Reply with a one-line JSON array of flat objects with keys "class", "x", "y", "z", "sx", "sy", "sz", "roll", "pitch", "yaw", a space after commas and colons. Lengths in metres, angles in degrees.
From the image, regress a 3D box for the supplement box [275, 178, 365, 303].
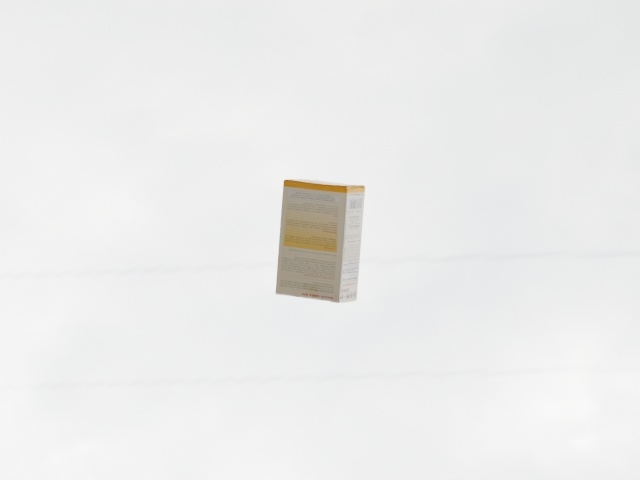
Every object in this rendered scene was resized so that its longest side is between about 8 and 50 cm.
[{"class": "supplement box", "x": 0.000, "y": 0.000, "z": 1.234, "sx": 0.062, "sy": 0.098, "sz": 0.036, "roll": 8, "pitch": -174, "yaw": 28}]
